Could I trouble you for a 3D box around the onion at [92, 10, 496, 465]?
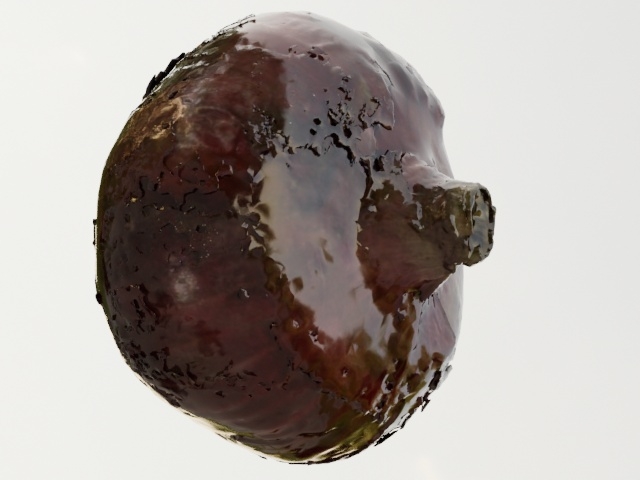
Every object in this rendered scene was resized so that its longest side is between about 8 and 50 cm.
[{"bbox_3d":[0.000,0.000,0.989,0.219,0.252,0.252,-1,-46,34],"label":"onion"}]
